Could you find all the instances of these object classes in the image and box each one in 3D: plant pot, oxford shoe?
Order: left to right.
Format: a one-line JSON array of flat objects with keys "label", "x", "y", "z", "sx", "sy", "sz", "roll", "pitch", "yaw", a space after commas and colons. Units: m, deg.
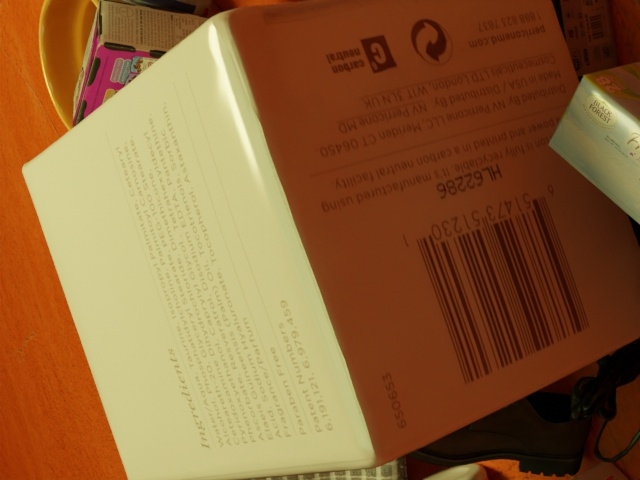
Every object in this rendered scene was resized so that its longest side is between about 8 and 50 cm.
[{"label": "plant pot", "x": -0.221, "y": -0.235, "z": 1.422, "sx": 0.205, "sy": 0.188, "sz": 0.205, "roll": 25, "pitch": 124, "yaw": 44}, {"label": "oxford shoe", "x": 0.156, "y": 0.167, "z": 1.105, "sx": 0.082, "sy": 0.227, "sz": 0.096, "roll": -108, "pitch": 26, "yaw": -58}]

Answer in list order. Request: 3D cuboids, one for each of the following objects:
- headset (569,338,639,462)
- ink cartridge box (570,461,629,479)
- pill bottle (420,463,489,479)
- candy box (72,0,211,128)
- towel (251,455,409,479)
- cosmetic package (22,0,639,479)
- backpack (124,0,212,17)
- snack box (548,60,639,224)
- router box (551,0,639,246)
[{"label": "headset", "x": 0.383, "y": 0.125, "z": 0.876, "sx": 0.394, "sy": 0.185, "sz": 0.243, "roll": -5, "pitch": 105, "yaw": 38}, {"label": "ink cartridge box", "x": 0.276, "y": 0.329, "z": 1.043, "sx": 0.219, "sy": 0.160, "sz": 0.092, "roll": 47, "pitch": 136, "yaw": 29}, {"label": "pill bottle", "x": 0.164, "y": 0.332, "z": 1.252, "sx": 0.086, "sy": 0.086, "sz": 0.152, "roll": -20, "pitch": 89, "yaw": 54}, {"label": "candy box", "x": -0.143, "y": -0.170, "z": 1.246, "sx": 0.159, "sy": 0.234, "sz": 0.071, "roll": 123, "pitch": 148, "yaw": -51}, {"label": "towel", "x": -0.018, "y": 0.226, "z": 1.301, "sx": 0.121, "sy": 0.235, "sz": 0.283, "roll": -95, "pitch": -2, "yaw": -76}, {"label": "cosmetic package", "x": 0.000, "y": 0.000, "z": 0.979, "sx": 0.394, "sy": 0.329, "sz": 0.327, "roll": -22, "pitch": 88, "yaw": 53}, {"label": "backpack", "x": -0.208, "y": -0.367, "z": 1.213, "sx": 0.277, "sy": 0.263, "sz": 0.213, "roll": 22, "pitch": 93, "yaw": 25}, {"label": "snack box", "x": 0.298, "y": -0.060, "z": 0.809, "sx": 0.174, "sy": 0.207, "sz": 0.070, "roll": 47, "pitch": 137, "yaw": 29}, {"label": "router box", "x": 0.170, "y": -0.090, "z": 1.068, "sx": 0.243, "sy": 0.081, "sz": 0.308, "roll": 1, "pitch": 105, "yaw": 52}]
